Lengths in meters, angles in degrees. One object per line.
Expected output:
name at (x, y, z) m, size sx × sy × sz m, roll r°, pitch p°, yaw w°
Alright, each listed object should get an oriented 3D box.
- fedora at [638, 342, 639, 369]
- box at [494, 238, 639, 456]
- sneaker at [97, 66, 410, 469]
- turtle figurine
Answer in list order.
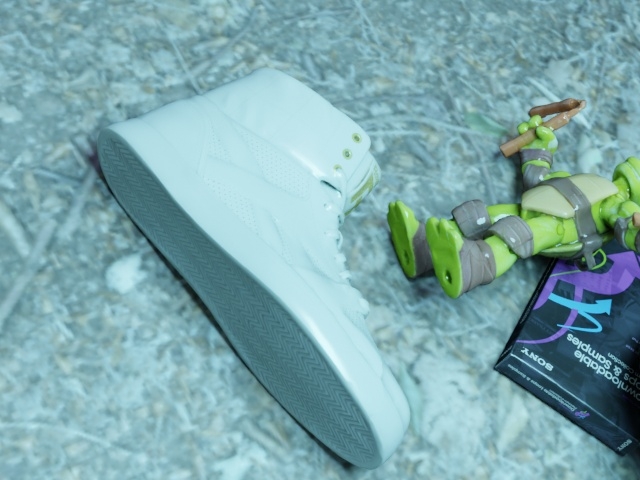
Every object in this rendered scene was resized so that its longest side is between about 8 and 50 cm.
fedora at (0.371, 0.135, 0.892) m, size 0.334 × 0.152 × 0.334 m, roll -5°, pitch 19°, yaw 2°
box at (0.213, 0.067, 0.985) m, size 0.116 × 0.029 × 0.162 m, roll 34°, pitch 54°, yaw 1°
sneaker at (0.000, 0.000, 0.891) m, size 0.169 × 0.108 × 0.292 m, roll -30°, pitch 73°, yaw -31°
turtle figurine at (0.164, -0.023, 0.969) m, size 0.217 × 0.087 × 0.269 m, roll -16°, pitch 31°, yaw -17°
